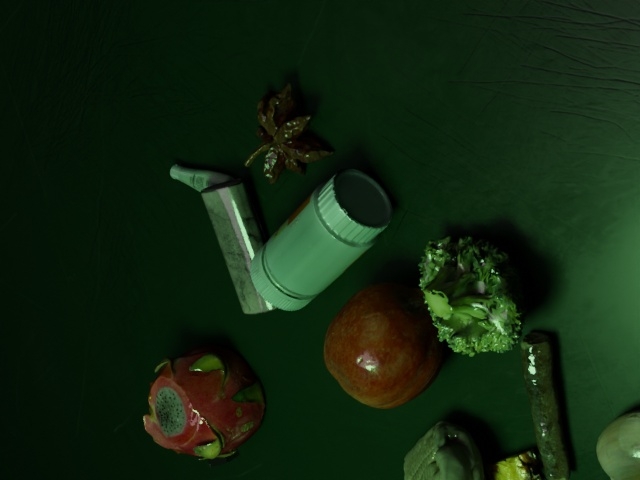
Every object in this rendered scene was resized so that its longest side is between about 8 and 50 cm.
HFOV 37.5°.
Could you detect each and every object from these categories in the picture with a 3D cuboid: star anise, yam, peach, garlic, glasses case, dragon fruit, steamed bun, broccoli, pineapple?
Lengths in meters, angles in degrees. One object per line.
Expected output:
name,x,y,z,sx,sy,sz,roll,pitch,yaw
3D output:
star anise,-0.074,-0.213,1.916,0.196,0.111,0.212,5,102,34
yam,0.406,0.301,1.697,0.061,0.061,0.274,-1,106,43
peach,0.138,0.189,1.797,0.256,0.232,0.232,-40,75,9
garlic,0.529,0.364,1.592,0.266,0.128,0.148,-31,72,55
glasses case,-0.172,0.017,2.090,0.114,0.060,0.299,-11,105,27
dragon fruit,-0.295,0.392,2.254,0.290,0.189,0.291,5,100,30
steamed bun,0.253,0.471,1.824,0.144,0.211,0.218,18,126,-11
broccoli,0.265,0.091,1.666,0.226,0.176,0.198,43,127,3
pineapple,0.367,0.445,1.790,0.116,0.069,0.137,29,115,38

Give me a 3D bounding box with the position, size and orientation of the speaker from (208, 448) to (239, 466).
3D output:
speaker,-0.289,0.466,2.412,0.082,0.044,0.218,-28,86,45

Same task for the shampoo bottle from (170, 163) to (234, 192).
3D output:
shampoo bottle,-0.271,-0.136,2.165,0.190,0.041,0.069,20,122,37

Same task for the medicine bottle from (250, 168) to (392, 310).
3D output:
medicine bottle,0.000,0.000,1.884,0.158,0.158,0.318,56,134,11
